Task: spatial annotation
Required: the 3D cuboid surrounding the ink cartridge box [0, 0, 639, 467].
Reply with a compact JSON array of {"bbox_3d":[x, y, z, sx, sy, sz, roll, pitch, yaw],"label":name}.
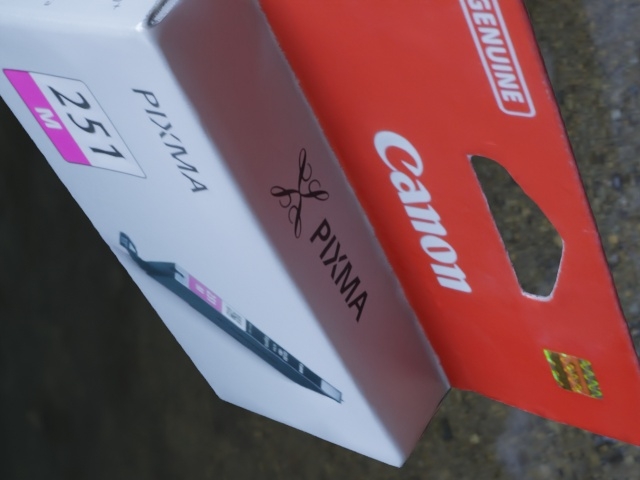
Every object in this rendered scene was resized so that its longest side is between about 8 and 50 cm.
[{"bbox_3d":[0.000,0.000,0.504,0.239,0.060,0.275,15,146,40],"label":"ink cartridge box"}]
